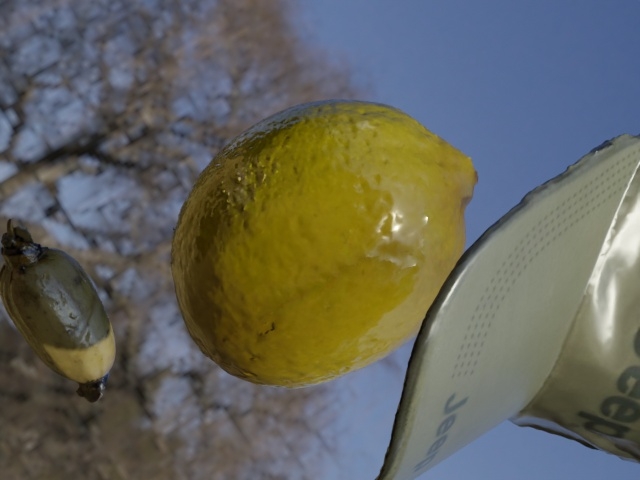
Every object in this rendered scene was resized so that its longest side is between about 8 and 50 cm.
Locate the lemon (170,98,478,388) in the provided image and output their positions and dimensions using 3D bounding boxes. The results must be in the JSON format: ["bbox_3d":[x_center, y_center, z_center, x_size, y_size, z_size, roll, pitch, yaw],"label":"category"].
[{"bbox_3d":[-0.004,0.002,1.418,0.236,0.263,0.236,40,-7,6],"label":"lemon"}]

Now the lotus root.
[{"bbox_3d":[-0.191,0.048,1.211,0.072,0.063,0.152,30,-31,62],"label":"lotus root"}]

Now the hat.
[{"bbox_3d":[0.135,0.071,0.799,0.149,0.245,0.214,30,-46,14],"label":"hat"}]
